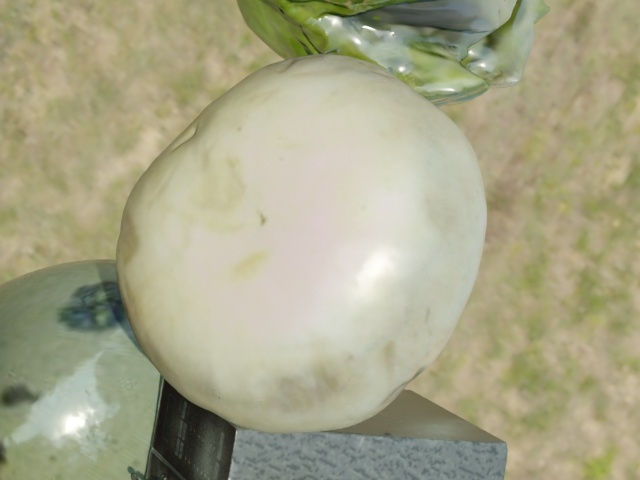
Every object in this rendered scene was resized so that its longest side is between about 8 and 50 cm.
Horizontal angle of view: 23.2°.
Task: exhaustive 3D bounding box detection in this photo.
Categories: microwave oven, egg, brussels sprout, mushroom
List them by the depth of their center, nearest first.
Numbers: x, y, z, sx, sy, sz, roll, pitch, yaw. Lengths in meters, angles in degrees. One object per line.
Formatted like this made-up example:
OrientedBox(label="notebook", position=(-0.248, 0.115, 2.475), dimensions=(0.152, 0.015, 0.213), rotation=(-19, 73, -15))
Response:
OrientedBox(label="mushroom", position=(-0.023, -0.004, 1.463), dimensions=(0.353, 0.325, 0.353), rotation=(-163, -90, -87))
OrientedBox(label="microwave oven", position=(-0.016, 0.381, 1.639), dimensions=(0.374, 0.236, 0.432), rotation=(7, 97, -25))
OrientedBox(label="brussels sprout", position=(0.063, -0.366, 1.775), dimensions=(0.342, 0.361, 0.425), rotation=(-42, 137, -43))
OrientedBox(label="egg", position=(-0.297, 0.202, 1.805), dimensions=(0.428, 0.345, 0.345), rotation=(-42, 163, 12))
